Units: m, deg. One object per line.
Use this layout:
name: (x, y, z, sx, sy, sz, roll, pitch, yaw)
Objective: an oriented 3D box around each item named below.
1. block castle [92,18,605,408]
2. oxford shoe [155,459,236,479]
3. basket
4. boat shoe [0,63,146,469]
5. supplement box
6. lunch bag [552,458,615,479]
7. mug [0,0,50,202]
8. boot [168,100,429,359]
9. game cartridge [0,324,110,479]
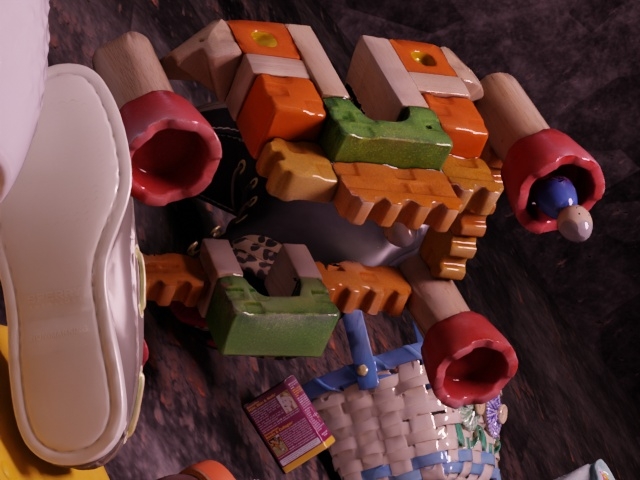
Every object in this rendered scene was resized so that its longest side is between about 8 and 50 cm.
block castle: (0.000, 0.000, 1.659, 0.453, 0.303, 0.213, 4, 37, -27)
oxford shoe: (-0.083, 0.318, 1.533, 0.098, 0.097, 0.271, -16, 78, -39)
basket: (0.094, 0.155, 2.150, 0.255, 0.201, 0.289, 22, 47, -64)
boat shoe: (-0.187, 0.021, 1.439, 0.091, 0.109, 0.305, 68, 18, -76)
supplement box: (-0.032, 0.189, 1.971, 0.083, 0.055, 0.043, 58, 13, 3)
lunch bag: (0.261, 0.397, 2.138, 0.160, 0.223, 0.262, 57, 14, -21)
mug: (-0.325, -0.193, 1.312, 0.374, 0.276, 0.328, 98, -21, -62)
boot: (-0.069, -0.016, 2.012, 0.284, 0.377, 0.138, -42, 141, -43)
game cartridge: (-0.240, 0.177, 1.364, 0.285, 0.052, 0.323, 62, 13, 19)
